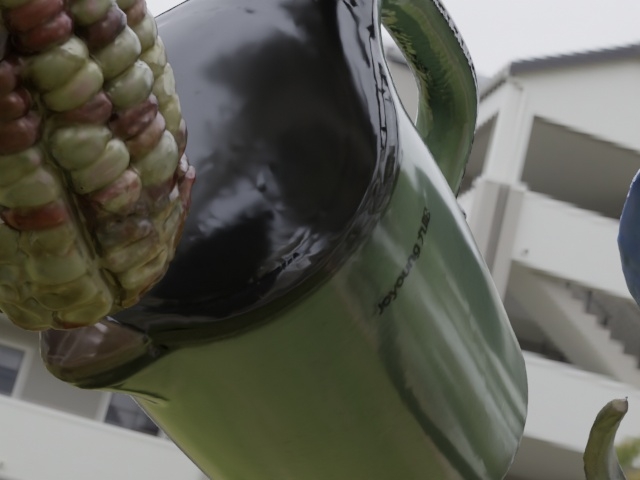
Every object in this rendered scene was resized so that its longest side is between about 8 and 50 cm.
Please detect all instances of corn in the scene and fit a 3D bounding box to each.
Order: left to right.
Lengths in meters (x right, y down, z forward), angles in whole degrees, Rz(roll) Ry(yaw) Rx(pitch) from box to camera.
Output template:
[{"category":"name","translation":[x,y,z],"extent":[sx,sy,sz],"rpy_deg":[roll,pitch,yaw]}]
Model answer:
[{"category":"corn","translation":[-0.093,-0.084,0.305],"extent":[0.079,0.079,0.237],"rpy_deg":[3,-51,32]}]

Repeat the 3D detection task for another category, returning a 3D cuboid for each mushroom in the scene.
[{"category":"mushroom","translation":[0.134,0.148,0.590],"extent":[0.068,0.043,0.306],"rpy_deg":[43,-12,22]}]

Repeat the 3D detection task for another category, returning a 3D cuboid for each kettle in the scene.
[{"category":"kettle","translation":[0.000,0.000,0.564],"extent":[0.165,0.240,0.255],"rpy_deg":[19,-21,28]}]

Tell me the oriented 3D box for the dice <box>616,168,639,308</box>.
[{"category":"dice","translation":[0.284,-0.005,0.818],"extent":[0.146,0.143,0.146],"rpy_deg":[-20,-37,-16]}]
